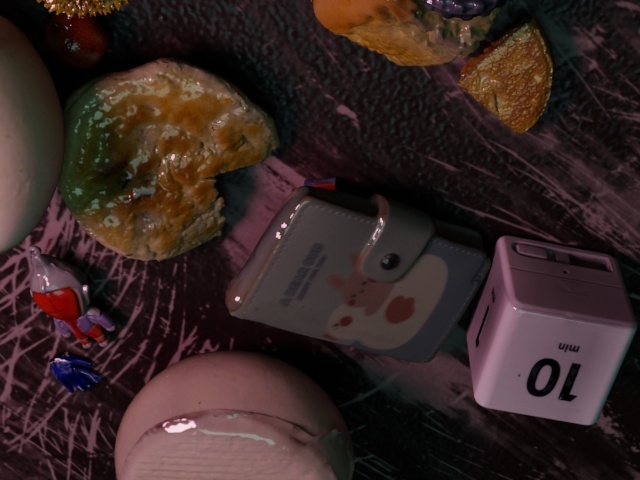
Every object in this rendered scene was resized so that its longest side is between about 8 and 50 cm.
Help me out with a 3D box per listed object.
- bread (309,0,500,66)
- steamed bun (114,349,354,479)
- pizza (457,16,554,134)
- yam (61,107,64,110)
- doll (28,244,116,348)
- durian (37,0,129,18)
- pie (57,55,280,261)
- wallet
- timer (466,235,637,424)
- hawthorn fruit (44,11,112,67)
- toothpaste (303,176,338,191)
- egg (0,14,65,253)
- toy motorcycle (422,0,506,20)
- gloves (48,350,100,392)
[{"bbox_3d":[0.119,-0.329,1.599,0.204,0.163,0.262,24,125,-27],"label":"bread"},{"bbox_3d":[-0.133,0.321,1.991,0.374,0.241,0.374,0,128,0],"label":"steamed bun"},{"bbox_3d":[0.255,-0.231,1.736,0.134,0.046,0.175,7,123,-4],"label":"pizza"},{"bbox_3d":[-0.414,-0.134,1.801,0.169,0.068,0.068,-25,120,16],"label":"yam"},{"bbox_3d":[-0.391,0.087,1.942,0.102,0.075,0.227,-10,133,19],"label":"doll"},{"bbox_3d":[-0.312,-0.388,1.601,0.193,0.138,0.237,-6,81,0],"label":"durian"},{"bbox_3d":[-0.225,-0.109,1.777,0.337,0.075,0.338,-9,131,-11],"label":"pie"},{"bbox_3d":[0.063,0.047,1.863,0.360,0.083,0.252,17,117,-29],"label":"wallet"},{"bbox_3d":[0.338,0.133,1.886,0.192,0.194,0.195,10,122,-6],"label":"timer"},{"bbox_3d":[-0.323,-0.273,1.703,0.093,0.093,0.093,1,123,1],"label":"hawthorn fruit"},{"bbox_3d":[0.000,0.000,1.896,0.070,0.044,0.193,-4,123,6],"label":"toothpaste"},{"bbox_3d":[-0.472,-0.143,1.641,0.283,0.283,0.345,-24,86,16],"label":"egg"},{"bbox_3d":[0.158,-0.452,1.440,0.232,0.416,0.172,-18,161,-6],"label":"toy motorcycle"},{"bbox_3d":[-0.398,0.215,2.055,0.064,0.026,0.086,-27,119,15],"label":"gloves"}]
